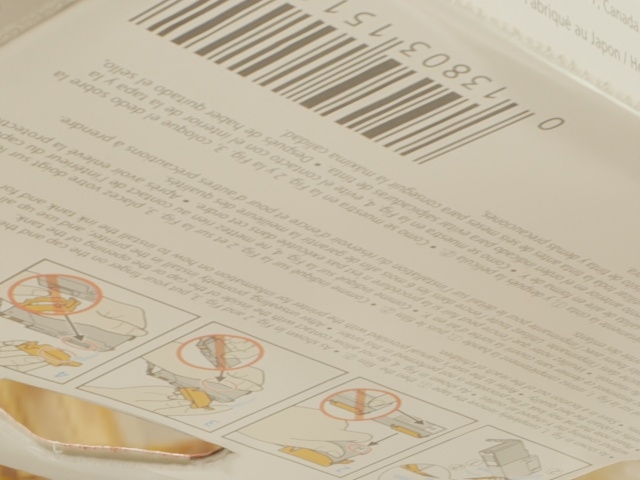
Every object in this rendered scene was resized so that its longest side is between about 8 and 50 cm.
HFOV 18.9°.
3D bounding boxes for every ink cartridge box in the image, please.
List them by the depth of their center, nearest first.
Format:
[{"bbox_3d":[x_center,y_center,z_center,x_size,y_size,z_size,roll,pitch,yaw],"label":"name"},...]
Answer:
[{"bbox_3d":[0.000,0.000,0.512,0.296,0.261,0.066,24,55,-40],"label":"ink cartridge box"}]
